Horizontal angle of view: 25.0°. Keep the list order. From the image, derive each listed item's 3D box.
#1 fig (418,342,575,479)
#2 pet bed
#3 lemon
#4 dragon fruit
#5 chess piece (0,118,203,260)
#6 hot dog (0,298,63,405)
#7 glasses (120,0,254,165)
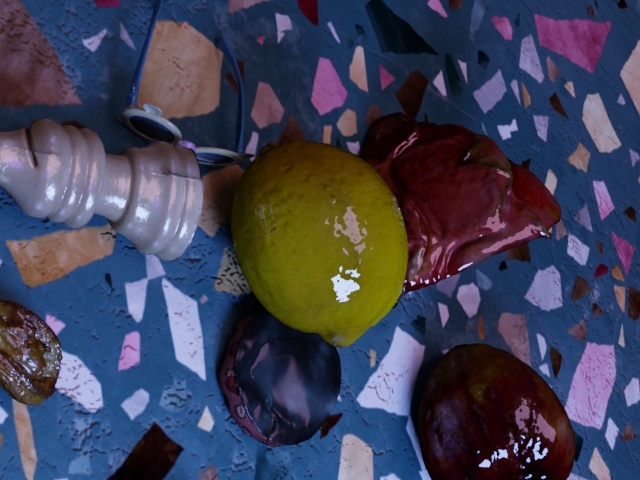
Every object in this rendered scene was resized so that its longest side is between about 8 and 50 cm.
[{"bbox_3d":[0.250,0.278,2.135,0.224,0.224,0.263,-23,80,-44],"label":"fig"},{"bbox_3d":[-0.054,0.186,1.974,0.201,0.053,0.201,13,71,-42],"label":"pet bed"},{"bbox_3d":[-0.001,-0.004,1.925,0.236,0.236,0.263,-41,122,-41],"label":"lemon"},{"bbox_3d":[0.135,-0.054,2.079,0.329,0.286,0.228,-27,104,-34],"label":"dragon fruit"},{"bbox_3d":[-0.300,-0.073,1.769,0.307,0.124,0.138,12,114,-37],"label":"chess piece"},{"bbox_3d":[-0.360,0.132,1.687,0.147,0.065,0.099,45,44,-25],"label":"hot dog"},{"bbox_3d":[-0.187,-0.203,1.951,0.190,0.088,0.220,25,44,-37],"label":"glasses"}]
